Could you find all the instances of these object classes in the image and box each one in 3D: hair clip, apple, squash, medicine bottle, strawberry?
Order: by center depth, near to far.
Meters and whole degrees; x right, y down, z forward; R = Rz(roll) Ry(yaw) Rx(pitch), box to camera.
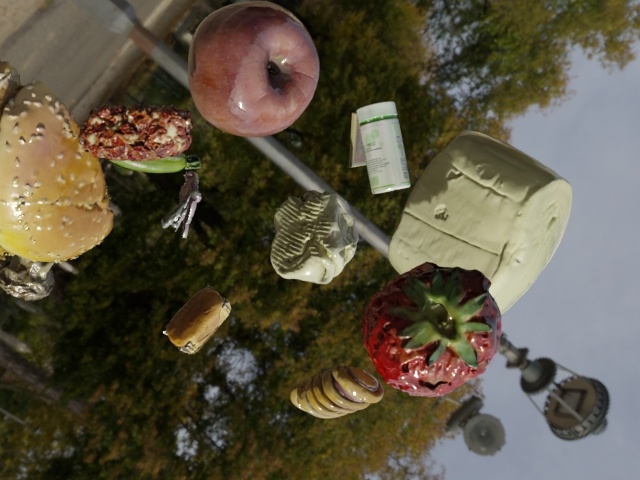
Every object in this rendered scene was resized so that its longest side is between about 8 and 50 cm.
[{"bbox_3d":[0.134,-0.196,1.337,0.086,0.184,0.086,-11,-178,0],"label":"medicine bottle"},{"bbox_3d":[0.232,0.198,1.342,0.292,0.291,0.310,-56,158,-17],"label":"strawberry"},{"bbox_3d":[-0.151,-0.367,1.345,0.235,0.306,0.306,9,-121,43],"label":"apple"},{"bbox_3d":[-0.406,-0.193,1.417,0.080,0.318,0.071,1,-94,34],"label":"squash"},{"bbox_3d":[-0.363,-0.099,1.675,0.187,0.056,0.146,-51,-141,29],"label":"hair clip"}]

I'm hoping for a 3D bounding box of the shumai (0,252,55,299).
[{"bbox_3d":[-0.808,0.053,1.763,0.176,0.166,0.206,-57,-137,19],"label":"shumai"}]

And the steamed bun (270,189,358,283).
[{"bbox_3d":[0.000,0.000,1.866,0.267,0.207,0.280,-21,-118,36],"label":"steamed bun"}]

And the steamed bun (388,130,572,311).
[{"bbox_3d":[0.430,-0.021,1.652,0.371,0.289,0.456,41,-70,35],"label":"steamed bun"}]

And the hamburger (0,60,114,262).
[{"bbox_3d":[-0.607,-0.098,1.269,0.287,0.268,0.446,-50,162,-32],"label":"hamburger"}]

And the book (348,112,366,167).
[{"bbox_3d":[0.144,-0.329,2.045,0.241,0.018,0.170,-25,121,-65],"label":"book"}]

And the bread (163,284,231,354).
[{"bbox_3d":[-0.447,0.288,2.285,0.136,0.107,0.241,34,-105,31],"label":"bread"}]

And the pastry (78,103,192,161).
[{"bbox_3d":[-0.340,-0.198,1.173,0.115,0.208,0.097,29,62,-79],"label":"pastry"}]

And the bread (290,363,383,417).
[{"bbox_3d":[0.035,0.343,1.391,0.225,0.134,0.081,-39,-143,47],"label":"bread"}]
